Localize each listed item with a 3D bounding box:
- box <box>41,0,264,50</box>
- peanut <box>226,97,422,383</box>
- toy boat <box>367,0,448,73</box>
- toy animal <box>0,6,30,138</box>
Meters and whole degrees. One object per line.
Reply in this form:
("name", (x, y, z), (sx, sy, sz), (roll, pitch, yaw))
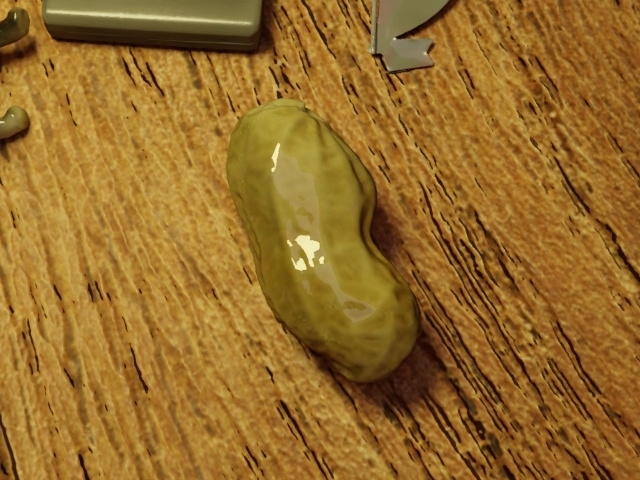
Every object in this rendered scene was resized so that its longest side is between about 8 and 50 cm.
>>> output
("box", (-0.184, -0.272, 1.288), (0.244, 0.055, 0.103), (4, 72, 0))
("peanut", (0.000, 0.000, 1.161), (0.147, 0.147, 0.305), (-17, 77, -6))
("toy boat", (0.117, -0.360, 1.315), (0.219, 0.072, 0.318), (-19, 76, -3))
("toy animal", (-0.402, -0.210, 1.240), (0.169, 0.121, 0.233), (-14, 82, 12))
